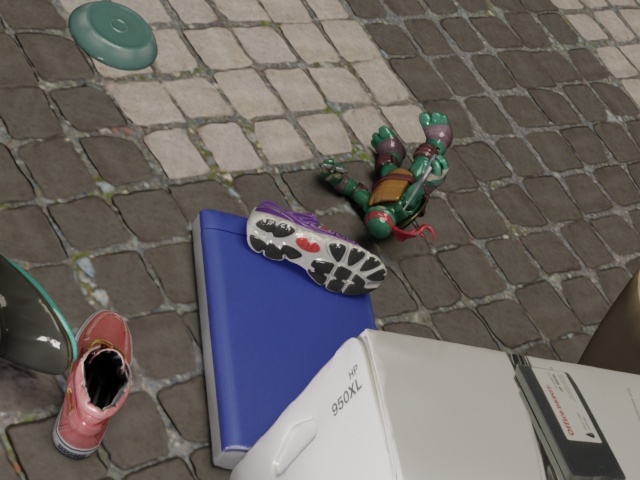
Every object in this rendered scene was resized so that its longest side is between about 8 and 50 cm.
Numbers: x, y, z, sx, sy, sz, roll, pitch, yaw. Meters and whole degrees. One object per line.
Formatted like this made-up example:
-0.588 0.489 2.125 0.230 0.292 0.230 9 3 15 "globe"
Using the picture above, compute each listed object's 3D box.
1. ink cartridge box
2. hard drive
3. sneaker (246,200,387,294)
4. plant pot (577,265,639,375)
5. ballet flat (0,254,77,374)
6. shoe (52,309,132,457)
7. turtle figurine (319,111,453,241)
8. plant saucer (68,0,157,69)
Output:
0.151 0.250 1.248 0.395 0.285 0.166 11 46 -27 "ink cartridge box"
-0.029 0.115 1.443 0.210 0.040 0.318 14 44 -26 "hard drive"
0.000 0.000 1.496 0.170 0.068 0.071 28 34 -9 "sneaker"
0.381 0.189 1.486 0.257 0.274 0.256 20 42 -19 "plant pot"
-0.342 0.037 1.262 0.096 0.095 0.280 -21 55 -35 "ballet flat"
-0.207 0.120 1.275 0.064 0.081 0.178 25 41 -14 "shoe"
0.088 -0.073 1.664 0.175 0.118 0.234 0 32 21 "turtle figurine"
-0.257 -0.264 1.667 0.119 0.021 0.119 20 42 -20 "plant saucer"
